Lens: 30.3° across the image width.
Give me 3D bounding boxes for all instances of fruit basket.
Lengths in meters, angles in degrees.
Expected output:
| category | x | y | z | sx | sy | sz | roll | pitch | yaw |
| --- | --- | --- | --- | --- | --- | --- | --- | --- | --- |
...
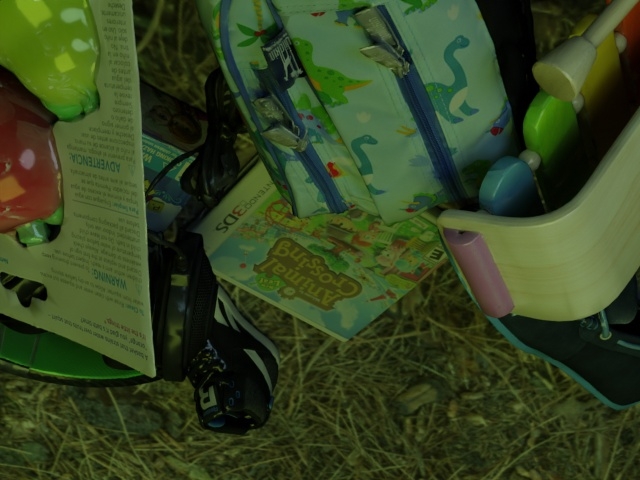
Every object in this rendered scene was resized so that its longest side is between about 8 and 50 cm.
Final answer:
| category | x | y | z | sx | sy | sz | roll | pitch | yaw |
| --- | --- | --- | --- | --- | --- | --- | --- | --- | --- |
| fruit basket | -0.205 | -0.115 | 0.796 | 0.327 | 0.165 | 0.352 | 13 | 116 | 45 |

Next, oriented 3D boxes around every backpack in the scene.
| category | x | y | z | sx | sy | sz | roll | pitch | yaw |
| --- | --- | --- | --- | --- | --- | --- | --- | --- | --- |
| backpack | 0.030 | -0.171 | 0.790 | 0.273 | 0.290 | 0.355 | -31 | 137 | 17 |

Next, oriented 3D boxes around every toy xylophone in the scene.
| category | x | y | z | sx | sy | sz | roll | pitch | yaw |
| --- | --- | --- | --- | --- | --- | --- | --- | --- | --- |
| toy xylophone | 0.196 | -0.103 | 0.749 | 0.081 | 0.322 | 0.236 | 27 | 153 | 35 |

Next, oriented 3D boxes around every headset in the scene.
| category | x | y | z | sx | sy | sz | roll | pitch | yaw |
| --- | --- | --- | --- | --- | --- | --- | --- | --- | --- |
| headset | -0.183 | 0.007 | 0.998 | 0.243 | 0.185 | 0.394 | 24 | 146 | -27 |

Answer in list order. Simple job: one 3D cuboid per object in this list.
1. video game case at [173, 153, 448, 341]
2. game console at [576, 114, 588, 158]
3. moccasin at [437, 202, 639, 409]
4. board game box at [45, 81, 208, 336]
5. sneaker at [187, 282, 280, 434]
| category | x | y | z | sx | sy | sz | roll | pitch | yaw |
| --- | --- | --- | --- | --- | --- | --- | --- | --- | --- |
| video game case | 0.000 | 0.000 | 1.123 | 0.212 | 0.023 | 0.193 | 29 | 129 | -24 |
| game console | 0.292 | -0.160 | 0.924 | 0.213 | 0.044 | 0.361 | 32 | 136 | -10 |
| moccasin | 0.240 | 0.043 | 1.102 | 0.117 | 0.137 | 0.342 | -34 | 139 | 25 |
| board game box | -0.303 | -0.053 | 1.053 | 0.319 | 0.065 | 0.318 | 25 | 130 | -20 |
| sneaker | -0.118 | 0.113 | 1.171 | 0.079 | 0.121 | 0.217 | -31 | 126 | 27 |
